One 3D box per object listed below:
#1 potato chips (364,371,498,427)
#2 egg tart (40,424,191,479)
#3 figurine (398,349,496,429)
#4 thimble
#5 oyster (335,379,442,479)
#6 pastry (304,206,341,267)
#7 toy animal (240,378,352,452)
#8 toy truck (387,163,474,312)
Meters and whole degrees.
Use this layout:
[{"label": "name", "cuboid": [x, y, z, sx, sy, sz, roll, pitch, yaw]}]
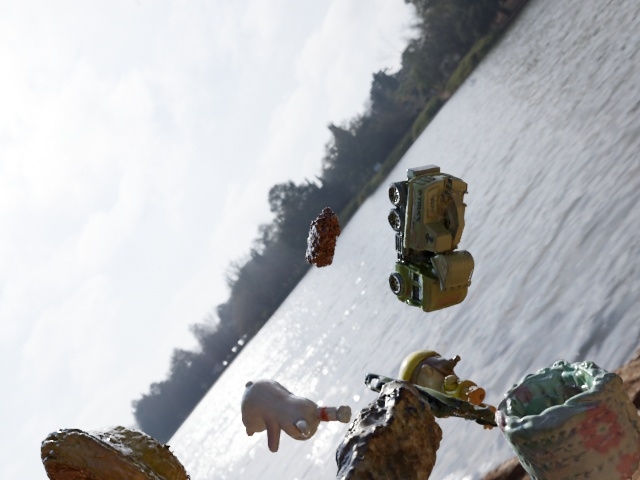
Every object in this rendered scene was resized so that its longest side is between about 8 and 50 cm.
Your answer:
[{"label": "potato chips", "cuboid": [0.279, 0.418, 1.559, 0.429, 0.358, 0.070, -4, 66, 56]}, {"label": "egg tart", "cuboid": [-0.457, 0.570, 1.441, 0.178, 0.443, 0.443, -51, 0, -42]}, {"label": "figurine", "cuboid": [0.382, 0.457, 1.844, 0.187, 0.215, 0.343, -27, 19, -24]}, {"label": "thimble", "cuboid": [0.397, 0.290, 0.954, 0.211, 0.149, 0.185, -31, 1, 40]}, {"label": "oyster", "cuboid": [0.128, 0.429, 1.151, 0.396, 0.204, 0.111, -45, -20, -45]}, {"label": "pastry", "cuboid": [0.001, 0.002, 1.332, 0.063, 0.087, 0.169, -16, -34, -18]}, {"label": "toy animal", "cuboid": [-0.064, 0.416, 1.405, 0.140, 0.282, 0.138, -32, -54, -43]}, {"label": "toy truck", "cuboid": [0.152, 0.002, 0.794, 0.085, 0.191, 0.116, -11, 20, -24]}]
